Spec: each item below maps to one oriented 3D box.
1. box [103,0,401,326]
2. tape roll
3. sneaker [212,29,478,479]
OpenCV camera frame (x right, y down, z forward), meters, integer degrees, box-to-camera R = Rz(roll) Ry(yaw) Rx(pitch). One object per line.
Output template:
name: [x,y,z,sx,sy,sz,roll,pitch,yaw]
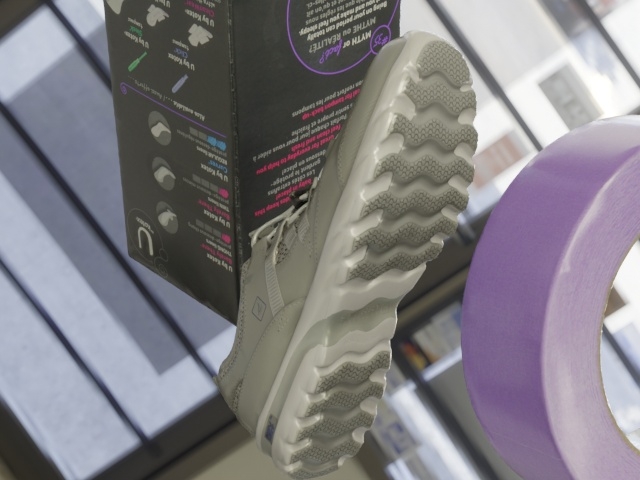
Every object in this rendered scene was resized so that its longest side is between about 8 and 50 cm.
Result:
box: [-0.047,-0.101,1.083,0.165,0.270,0.143,-28,42,-35]
tape roll: [0.230,0.054,1.007,0.275,0.275,0.090,45,-16,-28]
sneaker: [0.000,0.000,0.901,0.115,0.281,0.105,32,16,36]
